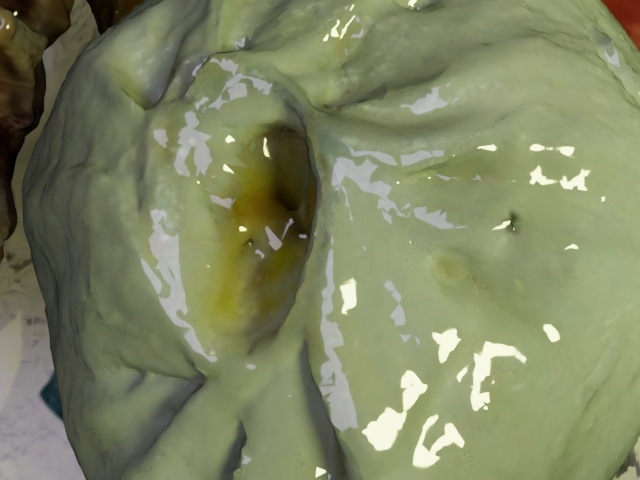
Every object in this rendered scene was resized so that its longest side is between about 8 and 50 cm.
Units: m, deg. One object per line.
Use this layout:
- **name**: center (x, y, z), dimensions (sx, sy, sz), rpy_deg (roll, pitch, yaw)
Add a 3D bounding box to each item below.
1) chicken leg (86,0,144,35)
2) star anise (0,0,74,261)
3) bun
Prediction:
- **chicken leg**: center (-0.098, -0.145, 0.829), dimensions (0.103, 0.088, 0.227), rpy_deg (-6, 79, 17)
- **star anise**: center (-0.214, -0.069, 0.815), dimensions (0.315, 0.108, 0.315), rpy_deg (-164, 90, -75)
- **bun**: center (-0.005, -0.001, 0.672), dimensions (0.354, 0.194, 0.354), rpy_deg (-8, 75, 29)
